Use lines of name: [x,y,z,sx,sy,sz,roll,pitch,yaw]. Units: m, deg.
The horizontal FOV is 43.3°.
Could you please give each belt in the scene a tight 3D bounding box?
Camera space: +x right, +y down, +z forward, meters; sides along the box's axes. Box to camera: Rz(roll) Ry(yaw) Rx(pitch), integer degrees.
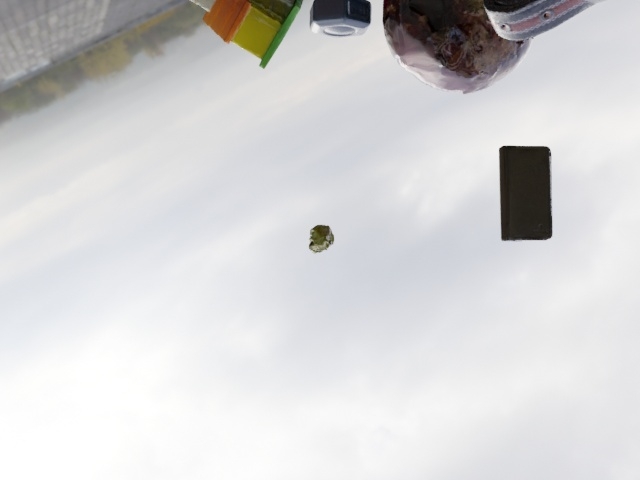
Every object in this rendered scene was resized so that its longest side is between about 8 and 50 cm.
belt: [0.436,-0.416,1.273,0.360,0.126,0.094,-17,158,25]

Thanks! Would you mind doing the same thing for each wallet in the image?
wallet: [0.423,-0.097,1.664,0.110,0.197,0.031,1,174,-3]

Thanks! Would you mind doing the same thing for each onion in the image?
onion: [0.292,-0.489,1.832,0.348,0.347,0.385,-29,-178,-11]

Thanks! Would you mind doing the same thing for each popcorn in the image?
popcorn: [0.002,-0.001,1.862,0.060,0.083,0.068,10,-139,-2]

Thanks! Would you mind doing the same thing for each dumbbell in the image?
dumbbell: [0.048,-0.650,1.921,0.144,0.316,0.156,1,177,-7]

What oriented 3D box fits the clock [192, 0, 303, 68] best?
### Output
clock: [-0.154,-0.401,1.219,0.106,0.255,0.219,-55,-166,28]
